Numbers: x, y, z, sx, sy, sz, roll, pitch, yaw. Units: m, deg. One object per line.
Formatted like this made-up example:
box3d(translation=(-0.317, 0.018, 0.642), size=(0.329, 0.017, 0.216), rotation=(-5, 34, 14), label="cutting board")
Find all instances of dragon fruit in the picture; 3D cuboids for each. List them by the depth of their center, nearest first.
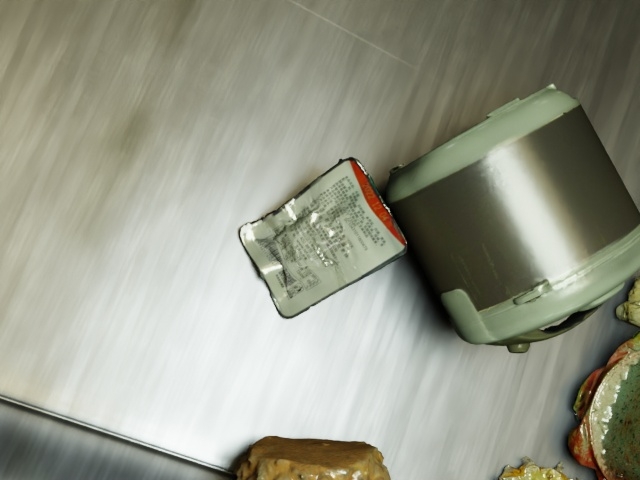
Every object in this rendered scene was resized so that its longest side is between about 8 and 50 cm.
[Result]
box3d(translation=(0.523, 0.275, 1.774), size=(0.295, 0.130, 0.268), rotation=(-30, 87, -18), label="dragon fruit")

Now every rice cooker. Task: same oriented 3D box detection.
box3d(translation=(0.289, -0.022, 1.654), size=(0.335, 0.335, 0.325), rotation=(-30, 91, -17), label="rice cooker")

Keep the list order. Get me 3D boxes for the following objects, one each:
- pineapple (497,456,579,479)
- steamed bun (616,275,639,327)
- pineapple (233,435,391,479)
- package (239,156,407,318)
box3d(translation=(0.333, 0.431, 1.743), size=(0.221, 0.047, 0.221), rotation=(2, 80, -14), label="pineapple")
box3d(translation=(0.578, 0.103, 1.785), size=(0.192, 0.177, 0.106), rotation=(20, 82, -10), label="steamed bun")
box3d(translation=(-0.016, 0.455, 1.579), size=(0.222, 0.223, 0.357), rotation=(1, 90, -15), label="pineapple")
box3d(translation=(0.000, 0.000, 1.673), size=(0.232, 0.040, 0.166), rotation=(-33, 87, 20), label="package")
